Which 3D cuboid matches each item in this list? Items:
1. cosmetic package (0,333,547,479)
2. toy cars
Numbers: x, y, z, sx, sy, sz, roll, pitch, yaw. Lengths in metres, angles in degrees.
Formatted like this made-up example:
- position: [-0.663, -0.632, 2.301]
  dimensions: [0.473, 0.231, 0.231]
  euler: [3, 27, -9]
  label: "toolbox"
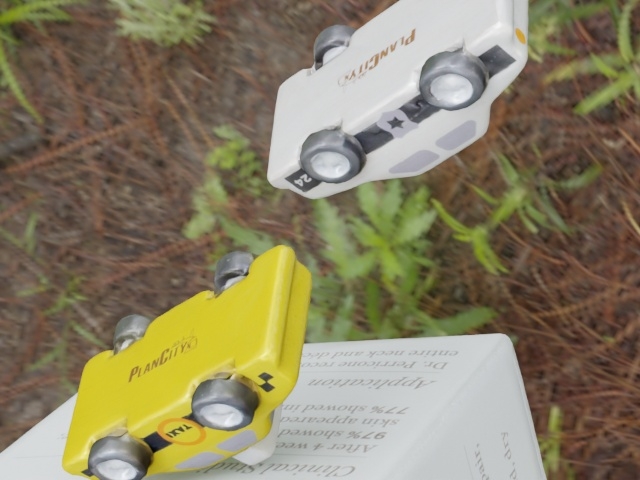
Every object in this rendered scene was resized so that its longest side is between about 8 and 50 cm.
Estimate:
- position: [-0.058, 0.289, 1.073]
  dimensions: [0.329, 0.394, 0.327]
  euler: [-4, 110, 32]
  label: "cosmetic package"
- position: [0.000, 0.000, 0.972]
  dimensions: [0.393, 0.087, 0.176]
  euler: [-55, 29, 3]
  label: "toy cars"
